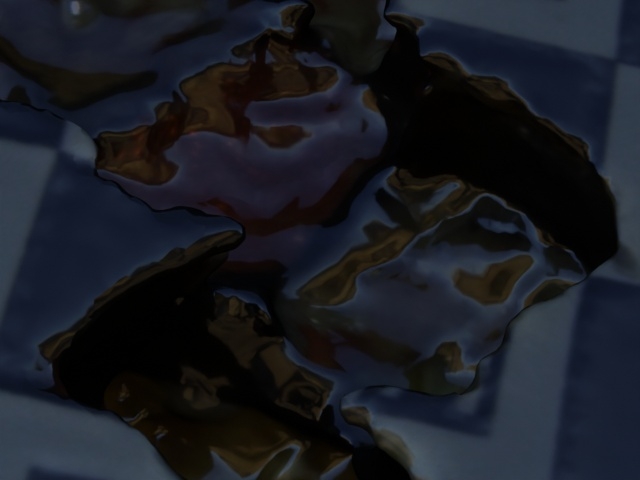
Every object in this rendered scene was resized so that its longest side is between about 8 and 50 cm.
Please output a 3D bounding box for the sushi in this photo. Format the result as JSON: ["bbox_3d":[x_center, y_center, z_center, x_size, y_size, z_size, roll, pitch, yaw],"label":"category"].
[{"bbox_3d":[0.000,0.000,0.441,0.292,0.294,0.059,36,-30,15],"label":"sushi"}]
